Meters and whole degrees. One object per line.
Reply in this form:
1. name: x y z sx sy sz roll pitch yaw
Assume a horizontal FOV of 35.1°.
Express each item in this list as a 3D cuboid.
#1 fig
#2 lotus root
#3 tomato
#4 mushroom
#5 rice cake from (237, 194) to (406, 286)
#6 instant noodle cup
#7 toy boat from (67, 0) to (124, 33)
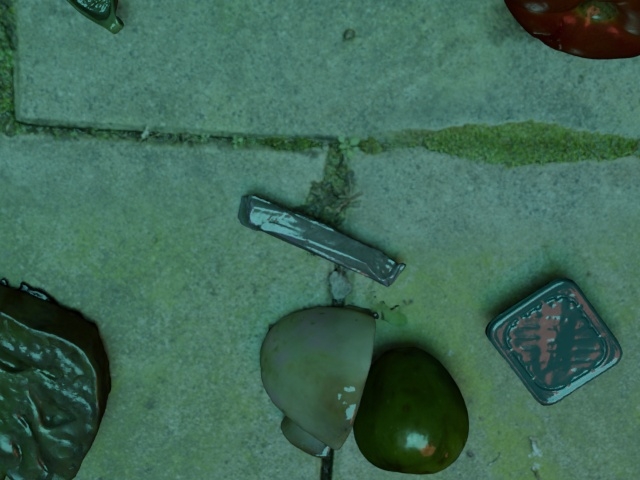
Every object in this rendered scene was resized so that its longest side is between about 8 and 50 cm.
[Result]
1. fig: 0.138 0.260 1.557 0.181 0.181 0.191 -12 88 6
2. lotus root: -0.525 0.232 1.611 0.390 0.111 0.375 -20 104 11
3. tomato: 0.369 -0.375 1.277 0.298 0.298 0.226 19 70 -5
4. mushroom: -0.024 0.223 1.551 0.162 0.173 0.236 18 111 -2
5. rice cake: 0.000 0.000 1.531 0.269 0.049 0.055 22 88 -7
6. instant noodle cup: 0.357 0.148 1.563 0.157 0.070 0.179 -35 105 12
7. toy boat: -0.331 -0.365 1.390 0.089 0.071 0.185 -36 105 13
